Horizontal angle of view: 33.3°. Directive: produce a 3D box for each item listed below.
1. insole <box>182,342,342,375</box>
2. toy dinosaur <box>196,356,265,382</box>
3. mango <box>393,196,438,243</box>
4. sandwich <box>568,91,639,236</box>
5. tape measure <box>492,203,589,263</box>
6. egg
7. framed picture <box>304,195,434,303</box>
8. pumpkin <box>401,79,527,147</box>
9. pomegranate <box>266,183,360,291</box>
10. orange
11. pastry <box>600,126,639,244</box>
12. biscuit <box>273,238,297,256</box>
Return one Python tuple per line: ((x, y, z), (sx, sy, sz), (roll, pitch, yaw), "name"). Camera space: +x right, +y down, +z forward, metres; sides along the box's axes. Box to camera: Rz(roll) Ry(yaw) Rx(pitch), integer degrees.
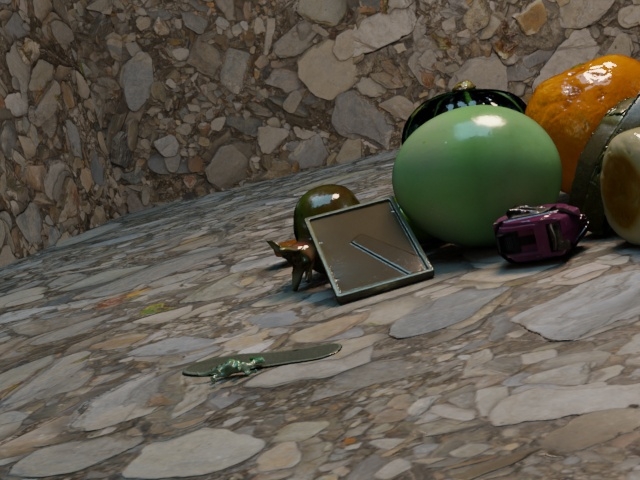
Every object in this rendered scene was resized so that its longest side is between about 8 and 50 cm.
((-0.078, 0.149, 1.336), (0.232, 0.003, 0.080), (-10, 9, 29), "insole")
((-0.107, 0.152, 1.301), (0.062, 0.021, 0.083), (-25, 20, -38), "toy dinosaur")
((0.180, -0.048, 1.835), (0.233, 0.111, 0.125), (-30, -17, -25), "mango")
((0.444, -0.125, 1.552), (0.079, 0.235, 0.159), (26, 16, 39), "sandwich")
((0.306, -0.013, 1.489), (0.125, 0.074, 0.118), (-7, 10, 31), "tape measure")
((0.240, -0.100, 1.663), (0.270, 0.220, 0.220), (5, 18, 32), "egg")
((0.070, 0.009, 1.620), (0.150, 0.015, 0.203), (-16, 39, -7), "framed picture")
((0.333, -0.242, 2.416), (0.315, 0.238, 0.315), (-10, 8, 1), "pumpkin")
((0.000, 0.000, 1.759), (0.131, 0.152, 0.191), (-8, 31, 47), "pomegranate")
((0.479, -0.194, 1.852), (0.261, 0.261, 0.261), (-15, 8, 2), "orange")
((0.431, -0.071, 1.400), (0.092, 0.156, 0.156), (-11, 7, -10), "pastry")
((0.022, -0.001, 2.056), (0.250, 0.036, 0.165), (-16, 7, -32), "biscuit")
